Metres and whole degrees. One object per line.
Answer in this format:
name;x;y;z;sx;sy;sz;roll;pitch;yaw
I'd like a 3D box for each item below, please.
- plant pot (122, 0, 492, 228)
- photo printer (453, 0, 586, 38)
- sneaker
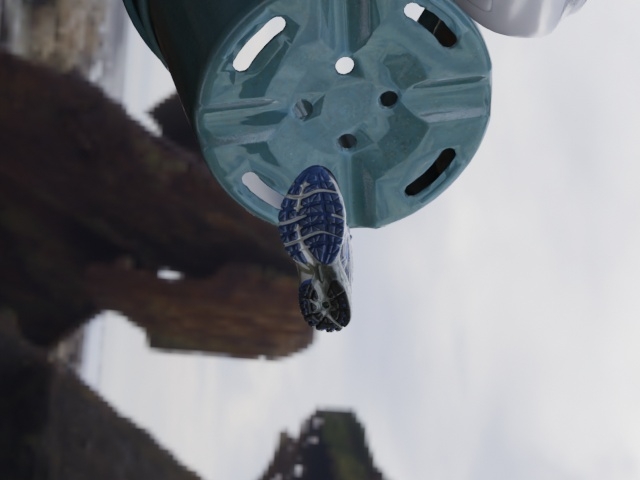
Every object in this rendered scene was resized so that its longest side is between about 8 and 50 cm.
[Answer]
plant pot;-0.004;-0.196;1.422;0.334;0.341;0.341;-108;-157;-55
photo printer;0.070;-0.286;1.034;0.307;0.107;0.256;48;-9;27
sneaker;0.000;0.000;1.205;0.058;0.052;0.135;-70;159;-60
